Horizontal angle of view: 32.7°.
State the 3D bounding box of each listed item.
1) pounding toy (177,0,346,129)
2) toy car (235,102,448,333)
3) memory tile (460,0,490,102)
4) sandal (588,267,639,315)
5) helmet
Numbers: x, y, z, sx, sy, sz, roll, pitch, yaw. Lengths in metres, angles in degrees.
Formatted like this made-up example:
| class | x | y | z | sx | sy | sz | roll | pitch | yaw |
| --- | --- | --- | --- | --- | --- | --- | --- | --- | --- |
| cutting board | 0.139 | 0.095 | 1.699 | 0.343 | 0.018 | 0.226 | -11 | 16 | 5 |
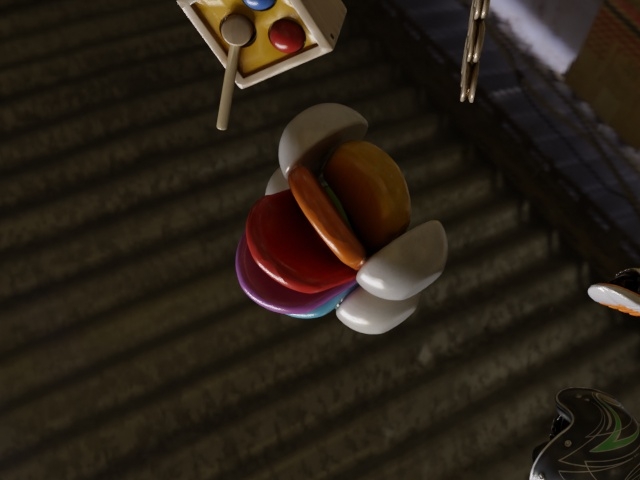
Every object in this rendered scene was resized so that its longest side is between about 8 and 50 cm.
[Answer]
| class | x | y | z | sx | sy | sz | roll | pitch | yaw |
| --- | --- | --- | --- | --- | --- | --- | --- | --- | --- |
| pounding toy | -0.064 | -0.202 | 1.035 | 0.141 | 0.130 | 0.100 | -19 | -146 | 29 |
| toy car | 0.000 | 0.000 | 0.841 | 0.136 | 0.182 | 0.159 | -30 | -105 | -22 |
| memory tile | 0.139 | -0.203 | 0.953 | 0.012 | 0.148 | 0.113 | 9 | -153 | 4 |
| sandal | 0.510 | 0.083 | 1.650 | 0.265 | 0.102 | 0.076 | 19 | -95 | -33 |
| helmet | 0.364 | 0.296 | 1.472 | 0.169 | 0.169 | 0.162 | 8 | -148 | -2 |
